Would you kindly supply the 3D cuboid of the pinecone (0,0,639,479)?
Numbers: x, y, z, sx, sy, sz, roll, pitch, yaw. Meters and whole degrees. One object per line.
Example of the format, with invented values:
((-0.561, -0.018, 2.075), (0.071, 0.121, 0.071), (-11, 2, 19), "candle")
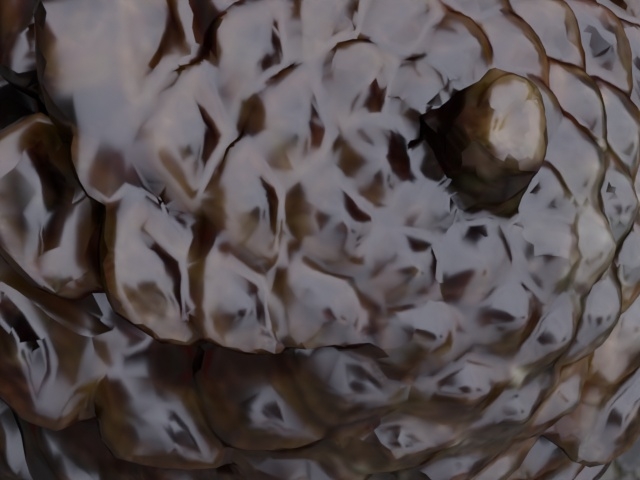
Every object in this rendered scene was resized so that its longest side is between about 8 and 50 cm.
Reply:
((-0.003, -0.003, 0.526), (0.298, 0.296, 0.242), (7, 51, -27), "pinecone")
